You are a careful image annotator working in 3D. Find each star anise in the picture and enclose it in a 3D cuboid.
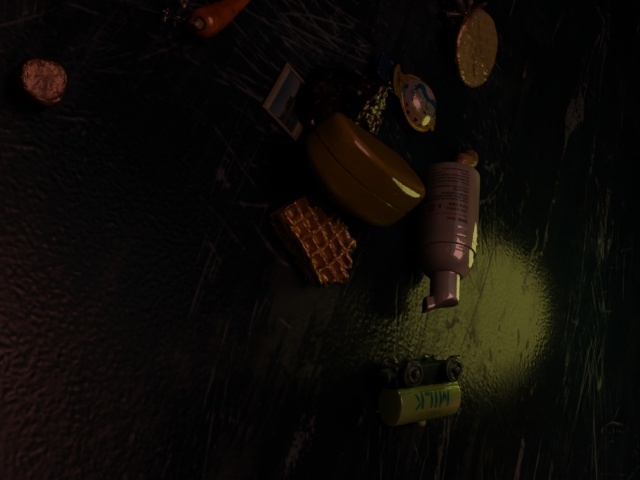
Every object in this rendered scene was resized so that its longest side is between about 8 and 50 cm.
[{"bbox_3d":[0.405,-0.638,2.334,0.204,0.061,0.180,36,75,-34],"label":"star anise"}]

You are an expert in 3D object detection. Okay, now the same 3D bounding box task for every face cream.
[{"bbox_3d":[0.300,0.006,1.961,0.145,0.145,0.369,27,60,-38],"label":"face cream"}]

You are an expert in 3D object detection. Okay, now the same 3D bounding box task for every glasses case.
[{"bbox_3d":[0.096,-0.129,1.741,0.173,0.141,0.371,56,17,27],"label":"glasses case"}]

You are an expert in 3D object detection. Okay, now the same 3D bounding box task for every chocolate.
[{"bbox_3d":[0.088,-0.289,1.801,0.206,0.177,0.224,52,47,-27],"label":"chocolate"}]

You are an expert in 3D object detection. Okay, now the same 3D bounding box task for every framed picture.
[{"bbox_3d":[-0.065,-0.298,1.774,0.109,0.011,0.149,45,49,-27],"label":"framed picture"}]

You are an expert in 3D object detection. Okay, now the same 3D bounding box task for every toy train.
[{"bbox_3d":[0.220,0.329,1.808,0.253,0.105,0.157,2,89,-44],"label":"toy train"}]

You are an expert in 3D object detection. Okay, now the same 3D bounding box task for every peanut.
[{"bbox_3d":[0.385,-0.210,2.191,0.113,0.054,0.054,-32,101,-50],"label":"peanut"}]

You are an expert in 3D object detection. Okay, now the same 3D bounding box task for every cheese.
[{"bbox_3d":[0.219,-0.364,2.054,0.250,0.064,0.156,39,51,-35],"label":"cheese"}]

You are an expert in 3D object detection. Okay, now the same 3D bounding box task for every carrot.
[{"bbox_3d":[-0.196,-0.464,1.670,0.061,0.061,0.256,58,35,-16],"label":"carrot"}]

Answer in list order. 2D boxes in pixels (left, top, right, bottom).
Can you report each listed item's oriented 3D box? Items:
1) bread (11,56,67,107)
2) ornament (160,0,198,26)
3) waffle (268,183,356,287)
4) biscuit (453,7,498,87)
[{"bbox_3d":[-0.452,-0.252,1.322,0.085,0.053,0.085,1,88,-44],"label":"bread"},{"bbox_3d":[-0.280,-0.462,1.591,0.073,0.028,0.125,48,46,-25],"label":"ornament"},{"bbox_3d":[0.000,0.000,1.708,0.160,0.055,0.211,-42,107,-46],"label":"waffle"},{"bbox_3d":[0.438,-0.539,2.318,0.220,0.033,0.220,-15,111,-46],"label":"biscuit"}]
